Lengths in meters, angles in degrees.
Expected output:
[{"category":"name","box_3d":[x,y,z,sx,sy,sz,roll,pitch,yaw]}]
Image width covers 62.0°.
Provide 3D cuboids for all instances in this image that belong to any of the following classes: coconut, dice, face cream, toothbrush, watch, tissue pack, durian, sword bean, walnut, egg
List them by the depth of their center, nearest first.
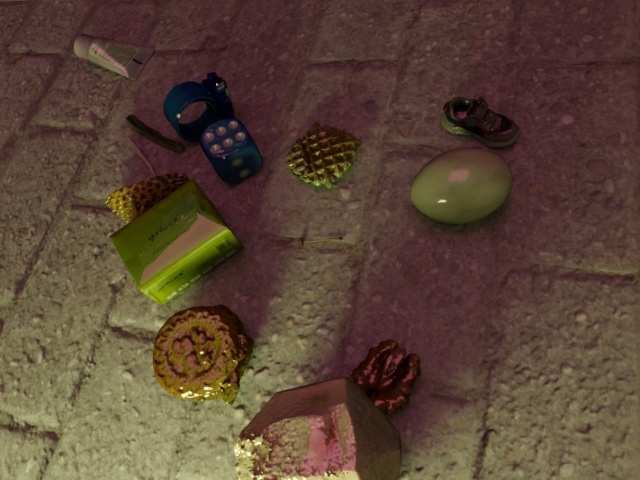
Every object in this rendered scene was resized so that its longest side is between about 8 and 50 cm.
[{"category":"coconut","box_3d":[0.009,0.432,1.056,0.309,0.297,0.297,-15,60,11]},{"category":"walnut","box_3d":[0.149,0.315,1.207,0.143,0.069,0.170,33,73,28]},{"category":"egg","box_3d":[0.350,-0.135,1.329,0.253,0.186,0.187,-14,60,4]},{"category":"tissue pack","box_3d":[-0.386,0.006,1.447,0.274,0.167,0.200,-35,67,-7]},{"category":"durian","box_3d":[-0.492,-0.101,1.571,0.260,0.154,0.186,-32,91,13]},{"category":"dice","box_3d":[-0.265,-0.264,1.583,0.143,0.146,0.146,-31,63,-6]},{"category":"watch","box_3d":[-0.382,-0.413,1.667,0.200,0.196,0.171,-31,49,-12]},{"category":"toothbrush","box_3d":[-0.557,-0.253,1.719,0.029,0.025,0.307,-34,60,-15]},{"category":"sword bean","box_3d":[-0.550,-0.352,1.765,0.269,0.038,0.043,30,98,26]},{"category":"face cream","box_3d":[-0.771,-0.691,1.982,0.273,0.096,0.154,19,66,9]}]

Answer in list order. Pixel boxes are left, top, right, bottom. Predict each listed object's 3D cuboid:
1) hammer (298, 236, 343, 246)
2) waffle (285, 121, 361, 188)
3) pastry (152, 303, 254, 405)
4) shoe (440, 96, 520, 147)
[{"category":"hammer","box_3d":[0.000,0.000,1.448,0.123,0.014,0.029,-5,70,9]},{"category":"waffle","box_3d":[0.006,-0.253,1.557,0.214,0.054,0.208,25,74,31]},{"category":"pastry","box_3d":[-0.282,0.274,1.316,0.235,0.132,0.240,7,71,8]},{"category":"shoe","box_3d":[0.436,-0.342,1.456,0.227,0.125,0.099,22,67,25]}]
